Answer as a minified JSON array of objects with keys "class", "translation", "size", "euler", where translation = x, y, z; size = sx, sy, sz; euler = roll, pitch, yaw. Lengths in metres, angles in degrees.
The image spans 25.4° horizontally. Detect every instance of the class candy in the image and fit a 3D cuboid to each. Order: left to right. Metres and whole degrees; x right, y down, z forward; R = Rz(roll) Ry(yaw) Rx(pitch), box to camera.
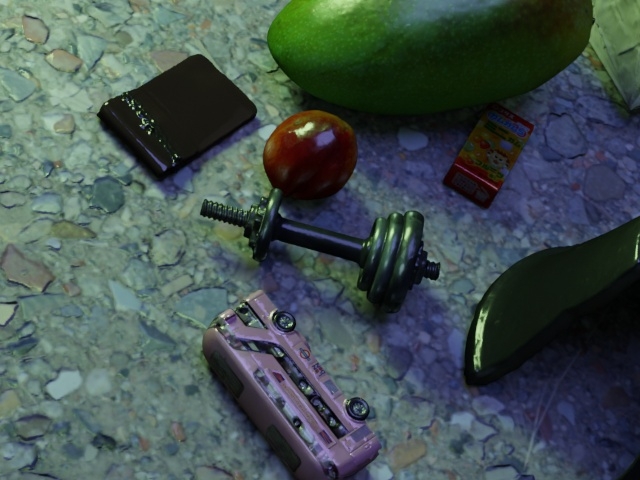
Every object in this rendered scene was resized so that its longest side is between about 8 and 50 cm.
[{"class":"candy","translation":[0.194,-0.099,1.633],"size":[0.062,0.038,0.122],"euler":[32,54,3]}]

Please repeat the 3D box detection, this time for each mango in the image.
[{"class":"mango","translation":[0.126,-0.254,1.618],"size":[0.381,0.201,0.225],"euler":[-12,76,-12]}]

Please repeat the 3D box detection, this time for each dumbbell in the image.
[{"class":"dumbbell","translation":[0.000,0.000,1.469],"size":[0.254,0.110,0.110],"euler":[15,54,-1]}]

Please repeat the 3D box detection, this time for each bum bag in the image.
[{"class":"bum bag","translation":[-0.152,-0.140,1.549],"size":[0.109,0.026,0.159],"euler":[44,55,12]}]

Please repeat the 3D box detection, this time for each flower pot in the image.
[{"class":"flower pot","translation":[0.369,0.104,1.434],"size":[0.379,0.251,0.379],"euler":[9,54,-13]}]

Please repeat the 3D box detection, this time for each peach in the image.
[{"class":"peach","translation":[-0.010,-0.093,1.521],"size":[0.100,0.101,0.101],"euler":[9,56,-13]}]

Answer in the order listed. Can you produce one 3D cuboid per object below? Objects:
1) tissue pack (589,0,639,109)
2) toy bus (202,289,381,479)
[{"class":"tissue pack","translation":[0.512,-0.341,1.796],"size":[0.380,0.207,0.297],"euler":[-7,59,-23]},{"class":"toy bus","translation":[-0.030,0.146,1.381],"size":[0.090,0.063,0.203],"euler":[-29,72,-31]}]
